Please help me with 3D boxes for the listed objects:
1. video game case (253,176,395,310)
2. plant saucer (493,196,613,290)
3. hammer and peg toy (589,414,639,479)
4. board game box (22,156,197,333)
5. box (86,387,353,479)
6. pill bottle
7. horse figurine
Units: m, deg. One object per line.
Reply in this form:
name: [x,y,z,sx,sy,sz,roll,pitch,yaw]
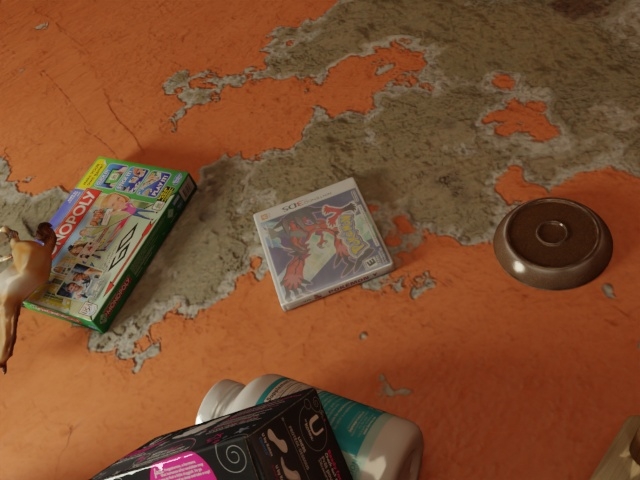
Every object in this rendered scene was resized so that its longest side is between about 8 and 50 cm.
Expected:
video game case: [0.000,0.000,1.094,0.184,0.023,0.201,-21,51,0]
plant saucer: [0.340,-0.004,1.000,0.169,0.029,0.168,-7,52,9]
hammer and peg toy: [0.339,0.378,0.647,0.266,0.127,0.361,29,66,29]
board game box: [-0.383,-0.005,1.192,0.214,0.046,0.317,12,58,23]
box: [-0.101,0.277,0.713,0.247,0.142,0.163,-24,87,29]
pill bottle: [-0.020,0.252,0.830,0.264,0.146,0.146,13,58,25]
horse figurine: [-0.504,0.068,1.100,0.175,0.066,0.263,12,61,30]
